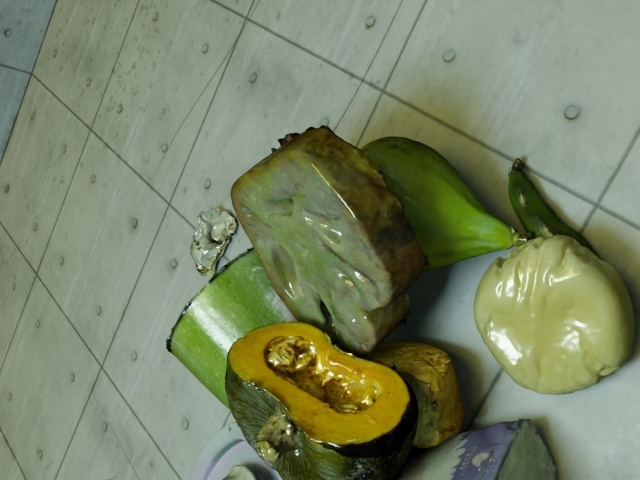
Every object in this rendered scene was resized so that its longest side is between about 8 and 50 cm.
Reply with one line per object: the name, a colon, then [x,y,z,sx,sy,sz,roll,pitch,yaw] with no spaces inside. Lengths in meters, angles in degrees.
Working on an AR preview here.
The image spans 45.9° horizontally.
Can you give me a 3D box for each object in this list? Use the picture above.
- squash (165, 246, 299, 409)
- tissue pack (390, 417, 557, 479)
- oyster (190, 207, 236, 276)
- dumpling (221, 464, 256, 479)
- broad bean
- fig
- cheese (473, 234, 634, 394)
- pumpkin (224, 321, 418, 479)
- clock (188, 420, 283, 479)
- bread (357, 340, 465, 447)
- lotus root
squash: [-0.076,0.205,1.426,0.309,0.310,0.310,41,113,15]
tissue pack: [0.162,0.408,1.150,0.344,0.242,0.125,-28,98,38]
oyster: [-0.258,0.002,1.750,0.108,0.053,0.166,32,98,15]
dumpling: [-0.174,0.493,1.421,0.181,0.111,0.155,-18,40,17]
broad bean: [0.353,-0.023,1.176,0.065,0.046,0.254,-40,56,17]
fig: [0.170,-0.068,1.239,0.314,0.233,0.233,-10,77,45]
cheese: [0.343,0.109,1.100,0.214,0.117,0.226,-31,88,39]
pumpkin: [-0.013,0.298,1.169,0.325,0.242,0.232,26,127,39]
clock: [-0.129,0.527,1.507,0.338,0.102,0.338,-8,78,43]
bread: [0.149,0.240,1.247,0.229,0.139,0.143,14,121,50]
lotus root: [0.000,0.000,1.206,0.375,0.111,0.390,36,146,33]
